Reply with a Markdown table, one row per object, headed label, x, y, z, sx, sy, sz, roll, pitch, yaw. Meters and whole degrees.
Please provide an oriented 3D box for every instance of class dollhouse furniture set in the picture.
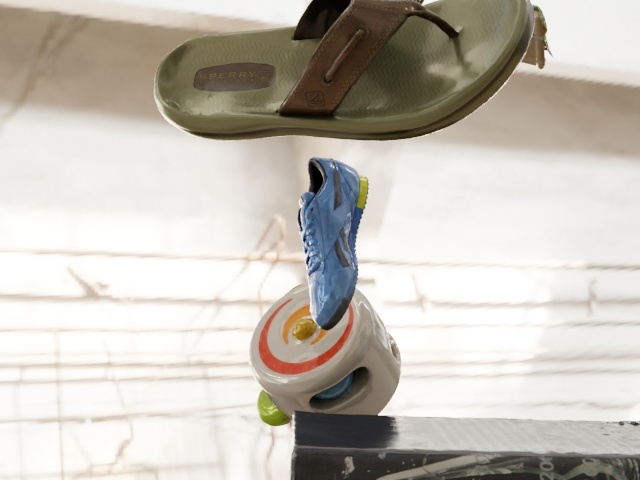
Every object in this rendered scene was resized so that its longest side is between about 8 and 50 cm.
| label | x | y | z | sx | sy | sz | roll | pitch | yaw |
| --- | --- | --- | --- | --- | --- | --- | --- | --- | --- |
| dollhouse furniture set | 0.150 | -0.216 | 1.042 | 0.152 | 0.058 | 0.076 | 18 | -26 | 24 |

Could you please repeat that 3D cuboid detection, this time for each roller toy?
| label | x | y | z | sx | sy | sz | roll | pitch | yaw |
| --- | --- | --- | --- | --- | --- | --- | --- | --- | --- |
| roller toy | 0.005 | 0.156 | 1.553 | 0.191 | 0.209 | 0.146 | 1 | -39 | 34 |

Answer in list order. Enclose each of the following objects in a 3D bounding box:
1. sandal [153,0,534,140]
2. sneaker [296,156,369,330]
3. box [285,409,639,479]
| label | x | y | z | sx | sy | sz | roll | pitch | yaw |
| --- | --- | --- | --- | --- | --- | --- | --- | --- | --- |
| sandal | 0.007 | -0.138 | 0.843 | 0.303 | 0.120 | 0.086 | -6 | -35 | 15 |
| sneaker | 0.000 | 0.000 | 1.279 | 0.082 | 0.209 | 0.069 | 23 | -32 | -27 |
| box | 0.189 | 0.458 | 1.317 | 0.472 | 0.479 | 0.297 | 1 | -1 | 0 |
